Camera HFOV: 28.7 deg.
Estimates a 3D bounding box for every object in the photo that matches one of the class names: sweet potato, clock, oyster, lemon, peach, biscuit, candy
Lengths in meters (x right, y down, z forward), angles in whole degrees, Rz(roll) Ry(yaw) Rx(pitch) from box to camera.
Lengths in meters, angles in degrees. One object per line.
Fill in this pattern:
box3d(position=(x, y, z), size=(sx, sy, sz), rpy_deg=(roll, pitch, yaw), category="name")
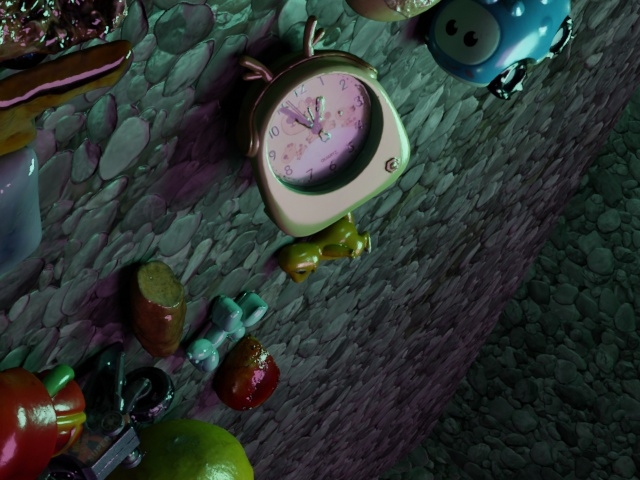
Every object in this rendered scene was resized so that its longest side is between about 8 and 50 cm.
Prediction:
box3d(position=(-0.248, 0.118, 1.921), size=(0.097, 0.097, 0.251), rpy_deg=(-41, 158, -23), category="sweet potato")
box3d(position=(-0.013, -0.171, 1.782), size=(0.235, 0.096, 0.308), rpy_deg=(-32, 129, -9), category="clock")
box3d(position=(-0.312, -0.210, 1.216), size=(0.223, 0.083, 0.214), rpy_deg=(-45, 159, 8), category="oyster")
box3d(position=(-0.261, 0.467, 2.265), size=(0.297, 0.297, 0.297), rpy_deg=(-42, 159, -20), category="lemon")
box3d(position=(-0.134, 0.265, 2.441), size=(0.127, 0.092, 0.172), rpy_deg=(-27, 153, -41), category="peach")
box3d(position=(-0.296, -0.144, 1.315), size=(0.174, 0.039, 0.183), rpy_deg=(-28, 177, -32), category="biscuit")
box3d(position=(-0.379, -0.022, 1.418), size=(0.138, 0.071, 0.174), rpy_deg=(-36, 156, -30), category="candy")

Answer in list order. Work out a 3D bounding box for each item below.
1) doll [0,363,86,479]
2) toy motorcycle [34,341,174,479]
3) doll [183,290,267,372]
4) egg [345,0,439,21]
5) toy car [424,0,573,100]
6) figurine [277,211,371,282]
box3d(position=(-0.443, 0.254, 1.659), size=(0.182, 0.160, 0.363), rpy_deg=(-46, 161, 13), category="doll")
box3d(position=(-0.363, 0.289, 1.895), size=(0.307, 0.173, 0.108), rpy_deg=(-46, 145, -26), category="toy motorcycle")
box3d(position=(-0.178, 0.165, 2.214), size=(0.159, 0.059, 0.158), rpy_deg=(-17, 142, -59), category="doll")
box3d(position=(0.112, -0.382, 1.681), size=(0.201, 0.164, 0.164), rpy_deg=(-46, 160, -10), category="egg")
box3d(position=(0.296, -0.373, 2.054), size=(0.255, 0.188, 0.190), rpy_deg=(-40, 150, -17), category="toy car")
box3d(position=(-0.002, -0.002, 2.263), size=(0.176, 0.121, 0.122), rpy_deg=(-30, 126, -21), category="figurine")
